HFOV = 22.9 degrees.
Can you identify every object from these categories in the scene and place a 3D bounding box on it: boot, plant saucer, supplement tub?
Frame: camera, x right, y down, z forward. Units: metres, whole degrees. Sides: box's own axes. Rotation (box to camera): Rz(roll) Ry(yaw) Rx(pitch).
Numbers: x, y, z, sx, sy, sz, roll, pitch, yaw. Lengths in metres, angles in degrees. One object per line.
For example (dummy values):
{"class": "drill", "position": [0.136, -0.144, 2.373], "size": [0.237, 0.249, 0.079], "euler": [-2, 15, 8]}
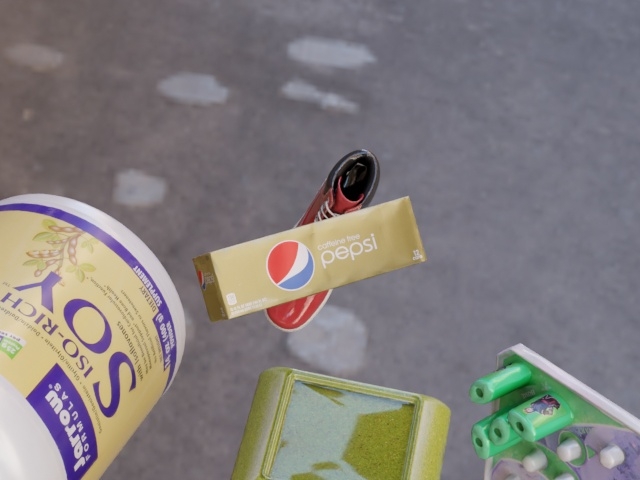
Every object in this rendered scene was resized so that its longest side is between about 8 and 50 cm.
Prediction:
{"class": "boot", "position": [0.000, 0.000, 1.997], "size": [0.088, 0.244, 0.176], "euler": [27, -5, -1]}
{"class": "plant saucer", "position": [0.019, 0.192, 1.445], "size": [0.188, 0.045, 0.188], "euler": [11, 46, 4]}
{"class": "supplement tub", "position": [-0.285, 0.134, 1.342], "size": [0.241, 0.241, 0.331], "euler": [16, 36, 14]}

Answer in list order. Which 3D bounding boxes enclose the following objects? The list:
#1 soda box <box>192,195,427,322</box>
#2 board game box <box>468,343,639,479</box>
{"class": "soda box", "position": [-0.008, 0.016, 1.307], "size": [0.181, 0.058, 0.061], "euler": [-17, 0, -19]}
{"class": "board game box", "position": [0.233, 0.322, 1.098], "size": [0.050, 0.390, 0.390], "euler": [-22, 39, -33]}
